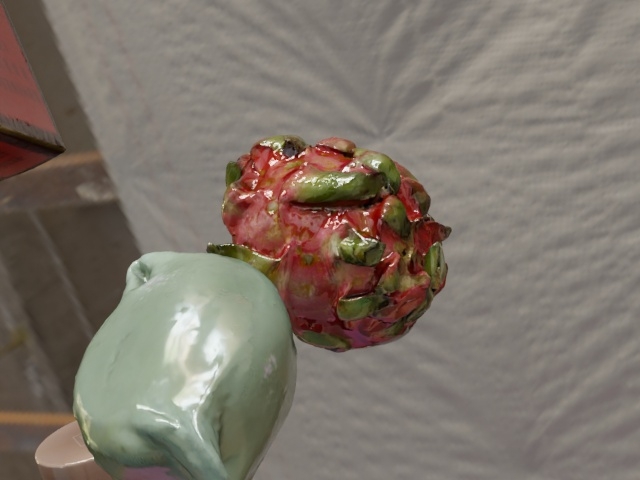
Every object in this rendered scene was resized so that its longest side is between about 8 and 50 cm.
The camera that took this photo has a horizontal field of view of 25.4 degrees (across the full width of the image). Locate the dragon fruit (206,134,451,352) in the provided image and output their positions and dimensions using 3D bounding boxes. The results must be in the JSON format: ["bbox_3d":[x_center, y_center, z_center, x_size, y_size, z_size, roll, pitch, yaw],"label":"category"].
[{"bbox_3d":[0.009,-0.008,1.615,0.302,0.237,0.231,43,-6,47],"label":"dragon fruit"}]

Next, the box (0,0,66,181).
[{"bbox_3d":[-0.276,-0.166,1.016,0.074,0.153,0.240,-25,-95,9],"label":"box"}]

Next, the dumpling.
[{"bbox_3d":[-0.130,0.142,1.346,0.211,0.321,0.270,21,-45,4],"label":"dumpling"}]

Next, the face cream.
[{"bbox_3d":[-0.265,0.285,1.749,0.149,0.149,0.104,-3,-69,40],"label":"face cream"}]
